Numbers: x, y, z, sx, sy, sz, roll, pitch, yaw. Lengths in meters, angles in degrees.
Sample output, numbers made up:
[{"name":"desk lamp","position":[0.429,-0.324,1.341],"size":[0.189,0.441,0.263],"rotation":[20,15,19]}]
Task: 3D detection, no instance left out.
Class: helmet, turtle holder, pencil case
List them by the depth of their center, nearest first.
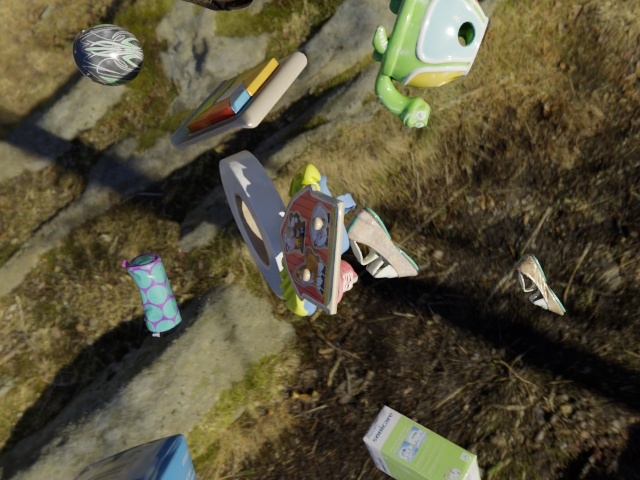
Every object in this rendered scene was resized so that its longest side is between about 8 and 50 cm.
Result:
[{"name":"pencil case","position":[-0.313,0.099,1.087],"size":[0.070,0.064,0.152],"rotation":[-7,116,4]},{"name":"turtle holder","position":[0.239,-0.446,1.323],"size":[0.227,0.243,0.321],"rotation":[19,75,2]},{"name":"helmet","position":[-0.551,-0.484,1.520],"size":[0.169,0.161,0.170],"rotation":[-1,95,-11]}]

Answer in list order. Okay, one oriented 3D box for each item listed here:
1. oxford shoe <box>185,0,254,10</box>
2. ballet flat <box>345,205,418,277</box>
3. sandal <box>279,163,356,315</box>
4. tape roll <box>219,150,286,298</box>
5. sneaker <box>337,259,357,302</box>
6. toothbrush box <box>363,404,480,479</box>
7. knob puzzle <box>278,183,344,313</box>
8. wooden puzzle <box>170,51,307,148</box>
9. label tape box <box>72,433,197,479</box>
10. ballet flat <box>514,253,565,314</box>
[{"name":"oxford shoe","position":[-0.178,-0.373,0.820],"size":[0.096,0.227,0.083],"rotation":[41,125,23]},{"name":"ballet flat","position":[0.150,0.032,1.513],"size":[0.106,0.316,0.107],"rotation":[-49,42,-5]},{"name":"sandal","position":[0.000,0.000,1.183],"size":[0.138,0.126,0.318],"rotation":[16,70,-21]},{"name":"tape roll","position":[-0.147,-0.037,1.478],"size":[0.072,0.392,0.392],"rotation":[-26,69,-14]},{"name":"sneaker","position":[0.051,0.101,1.684],"size":[0.136,0.314,0.116],"rotation":[12,105,-10]},{"name":"toothbrush box","position":[0.278,0.603,1.582],"size":[0.283,0.206,0.122],"rotation":[19,58,34]},{"name":"knob puzzle","position":[-0.029,0.006,0.920],"size":[0.213,0.029,0.213],"rotation":[11,103,60]},{"name":"wooden puzzle","position":[-0.163,-0.273,1.113],"size":[0.238,0.044,0.221],"rotation":[-3,45,43]},{"name":"label tape box","position":[-0.125,0.361,0.449],"size":[0.115,0.249,0.348],"rotation":[-15,87,-6]},{"name":"ballet flat","position":[0.582,0.128,1.561],"size":[0.067,0.073,0.206],"rotation":[-33,103,7]}]
